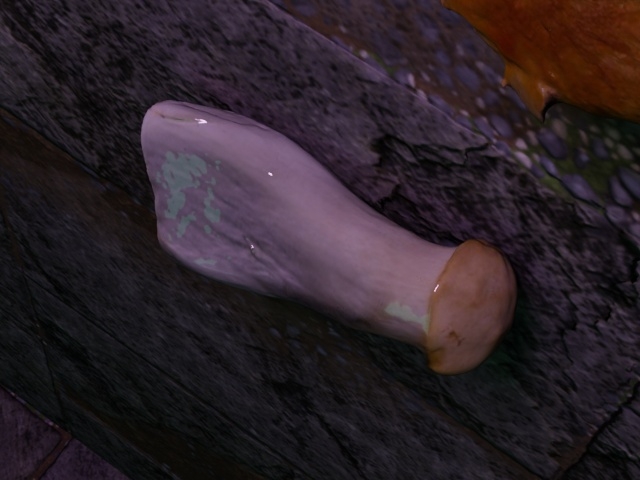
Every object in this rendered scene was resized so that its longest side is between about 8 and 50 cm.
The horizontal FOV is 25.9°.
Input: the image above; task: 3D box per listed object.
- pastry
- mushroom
[{"bbox_3d":[0.143,-0.147,0.654,0.229,0.100,0.218,24,149,41],"label":"pastry"},{"bbox_3d":[0.000,0.000,1.111,0.328,0.122,0.159,24,162,30],"label":"mushroom"}]
